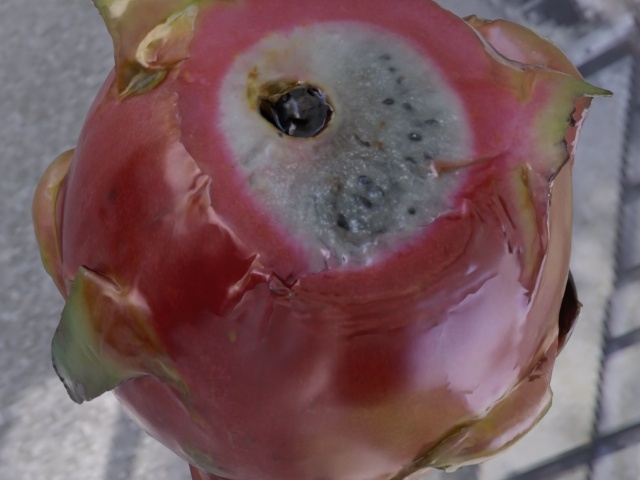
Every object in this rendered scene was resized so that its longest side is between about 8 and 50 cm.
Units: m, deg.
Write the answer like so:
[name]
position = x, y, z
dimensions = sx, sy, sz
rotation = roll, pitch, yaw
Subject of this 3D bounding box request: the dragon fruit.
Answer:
[dragon fruit]
position = -0.002, -0.002, 0.757
dimensions = 0.224, 0.227, 0.224
rotation = 6, 67, -13
